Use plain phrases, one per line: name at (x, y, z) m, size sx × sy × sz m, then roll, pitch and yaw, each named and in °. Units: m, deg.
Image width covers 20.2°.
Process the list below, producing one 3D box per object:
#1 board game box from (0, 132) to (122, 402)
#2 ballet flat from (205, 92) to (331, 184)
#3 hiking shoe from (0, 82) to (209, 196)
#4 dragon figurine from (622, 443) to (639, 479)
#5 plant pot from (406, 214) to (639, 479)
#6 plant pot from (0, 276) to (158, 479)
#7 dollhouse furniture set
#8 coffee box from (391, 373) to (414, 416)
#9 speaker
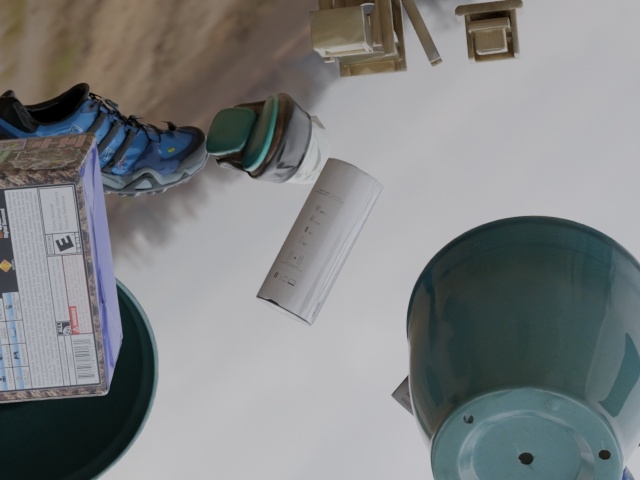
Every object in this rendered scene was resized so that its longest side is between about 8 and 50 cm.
board game box at (-0.357, 0.031, 1.765) m, size 0.291 × 0.232 × 0.141 m, roll -4°, pitch -162°, yaw 1°
ballet flat at (-0.044, -0.105, 1.889) m, size 0.280 × 0.096 × 0.095 m, roll -154°, pitch -96°, yaw -74°
hiking shoe at (-0.270, -0.129, 2.234) m, size 0.304 × 0.132 × 0.113 m, roll -7°, pitch -154°, yaw -31°
dragon figurine at (0.300, 0.306, 2.070) m, size 0.289 × 0.144 × 0.085 m, roll -5°, pitch -177°, yaw -30°
plant pot at (0.210, 0.152, 1.786) m, size 0.271 × 0.271 × 0.255 m, roll -38°, pitch -163°, yaw 24°
plant pot at (-0.356, 0.133, 2.071) m, size 0.293 × 0.293 × 0.196 m, roll -41°, pitch -155°, yaw -9°
dollhouse furniture set at (0.079, -0.198, 1.426) m, size 0.161 × 0.101 × 0.182 m, roll -6°, pitch 177°, yaw 7°
coffee box at (0.234, 0.237, 2.401) m, size 0.141 × 0.246 × 0.098 m, roll -49°, pitch 169°, yaw 4°
speaker at (0.000, 0.000, 1.505) m, size 0.136 × 0.055 × 0.055 m, roll -63°, pitch -172°, yaw -7°
